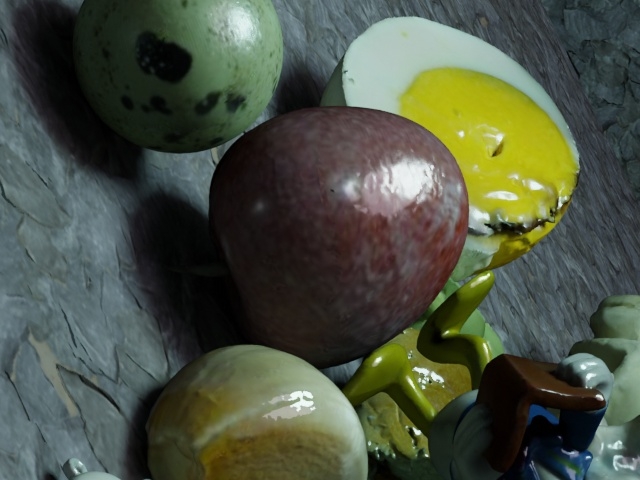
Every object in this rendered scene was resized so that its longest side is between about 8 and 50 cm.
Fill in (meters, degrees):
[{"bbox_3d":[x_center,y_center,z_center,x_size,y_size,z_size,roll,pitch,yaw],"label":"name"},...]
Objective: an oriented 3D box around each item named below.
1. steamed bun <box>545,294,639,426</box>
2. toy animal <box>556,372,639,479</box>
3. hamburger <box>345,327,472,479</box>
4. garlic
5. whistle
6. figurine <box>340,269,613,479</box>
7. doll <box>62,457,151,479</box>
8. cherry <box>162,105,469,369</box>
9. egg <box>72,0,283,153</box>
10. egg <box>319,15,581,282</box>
[{"bbox_3d":[0.432,0.248,2.229,0.339,0.247,0.352,-7,82,-53],"label":"steamed bun"},{"bbox_3d":[0.296,0.301,1.784,0.344,0.194,0.302,-173,-100,-76],"label":"toy animal"},{"bbox_3d":[0.118,0.207,1.650,0.309,0.132,0.211,45,31,-43],"label":"hamburger"},{"bbox_3d":[-0.043,0.176,1.314,0.245,0.145,0.164,46,60,-46],"label":"garlic"},{"bbox_3d":[0.131,0.091,1.747,0.227,0.085,0.105,53,-2,-37],"label":"whistle"},{"bbox_3d":[0.196,0.179,1.352,0.338,0.204,0.283,48,-18,12],"label":"figurine"},{"bbox_3d":[-0.144,0.196,1.098,0.135,0.071,0.113,33,30,-49],"label":"doll"},{"bbox_3d":[0.000,0.000,1.438,0.236,0.285,0.212,115,-42,-62],"label":"cherry"},{"bbox_3d":[-0.118,-0.163,1.400,0.228,0.177,0.177,-50,115,-82],"label":"egg"},{"bbox_3d":[0.118,-0.082,1.866,0.337,0.201,0.337,22,41,-21],"label":"egg"}]
